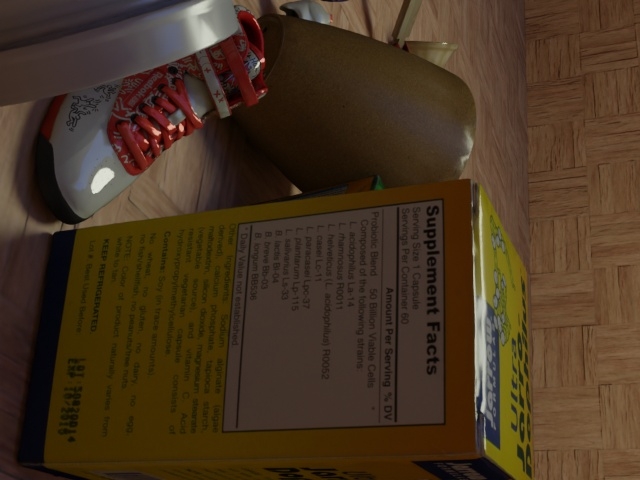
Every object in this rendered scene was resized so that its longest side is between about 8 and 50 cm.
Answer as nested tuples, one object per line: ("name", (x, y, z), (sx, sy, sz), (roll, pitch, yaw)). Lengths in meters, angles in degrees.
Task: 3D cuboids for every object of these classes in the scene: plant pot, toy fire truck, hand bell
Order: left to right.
("plant pot", (0.013, -0.152, 1.128), (0.254, 0.237, 0.237), (26, 57, -36))
("toy fire truck", (0.138, -0.305, 1.625), (0.217, 0.158, 0.246), (-27, 97, -68))
("hand bell", (0.197, -0.260, 1.837), (0.126, 0.126, 0.242), (-21, 115, -69))

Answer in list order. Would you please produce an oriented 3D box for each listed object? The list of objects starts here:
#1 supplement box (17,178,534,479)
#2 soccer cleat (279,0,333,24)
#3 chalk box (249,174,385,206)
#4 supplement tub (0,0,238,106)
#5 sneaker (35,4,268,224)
("supplement box", (-0.025, 0.096, 0.757), (0.195, 0.356, 0.194), (44, 44, -59))
("soccer cleat", (-0.028, -0.221, 1.269), (0.076, 0.068, 0.196), (-3, 98, -34))
("chalk box", (0.027, 0.102, 1.099), (0.289, 0.180, 0.179), (63, 29, -30))
("supplement tub", (-0.191, -0.269, 0.589), (0.241, 0.241, 0.331), (-55, 134, -60))
("sneaker", (-0.134, -0.122, 0.830), (0.270, 0.145, 0.090), (-71, 148, -48))
